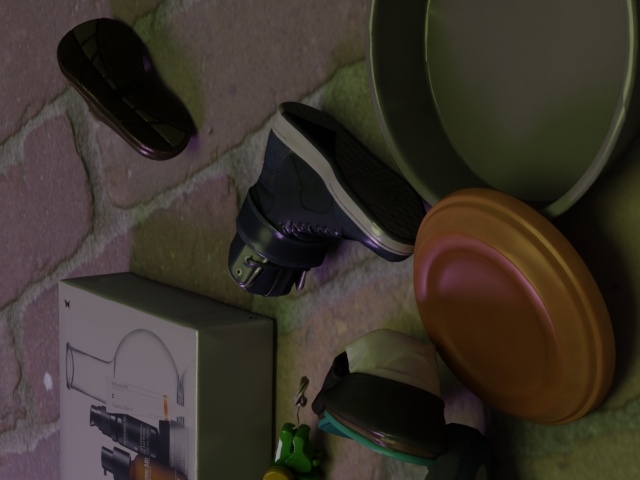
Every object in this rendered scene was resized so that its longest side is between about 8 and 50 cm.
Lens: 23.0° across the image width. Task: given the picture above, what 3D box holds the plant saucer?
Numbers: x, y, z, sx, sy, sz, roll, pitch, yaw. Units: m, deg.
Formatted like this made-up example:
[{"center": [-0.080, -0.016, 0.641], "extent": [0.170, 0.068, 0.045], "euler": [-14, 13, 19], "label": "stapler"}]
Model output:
[{"center": [0.138, 0.057, 1.205], "extent": [0.200, 0.037, 0.200], "euler": [34, 140, 35], "label": "plant saucer"}]

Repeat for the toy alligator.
[{"center": [-0.022, 0.213, 1.482], "extent": [0.051, 0.056, 0.189], "euler": [21, 118, 3], "label": "toy alligator"}]

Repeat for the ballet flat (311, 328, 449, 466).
[{"center": [0.045, 0.120, 1.280], "extent": [0.280, 0.095, 0.096], "euler": [170, 117, -78], "label": "ballet flat"}]

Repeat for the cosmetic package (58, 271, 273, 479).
[{"center": [-0.168, 0.242, 1.639], "extent": [0.284, 0.097, 0.377], "euler": [14, 106, 54], "label": "cosmetic package"}]

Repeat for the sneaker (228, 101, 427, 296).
[{"center": [0.001, 0.000, 1.374], "extent": [0.226, 0.086, 0.163], "euler": [49, 121, 49], "label": "sneaker"}]

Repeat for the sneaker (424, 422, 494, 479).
[{"center": [0.150, 0.304, 1.249], "extent": [0.131, 0.112, 0.319], "euler": [-4, 85, 21], "label": "sneaker"}]

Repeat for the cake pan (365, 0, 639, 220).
[{"center": [0.145, -0.152, 1.202], "extent": [0.293, 0.054, 0.293], "euler": [10, 103, 51], "label": "cake pan"}]

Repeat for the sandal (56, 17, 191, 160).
[{"center": [-0.207, -0.152, 1.658], "extent": [0.219, 0.090, 0.060], "euler": [48, 152, 29], "label": "sandal"}]
